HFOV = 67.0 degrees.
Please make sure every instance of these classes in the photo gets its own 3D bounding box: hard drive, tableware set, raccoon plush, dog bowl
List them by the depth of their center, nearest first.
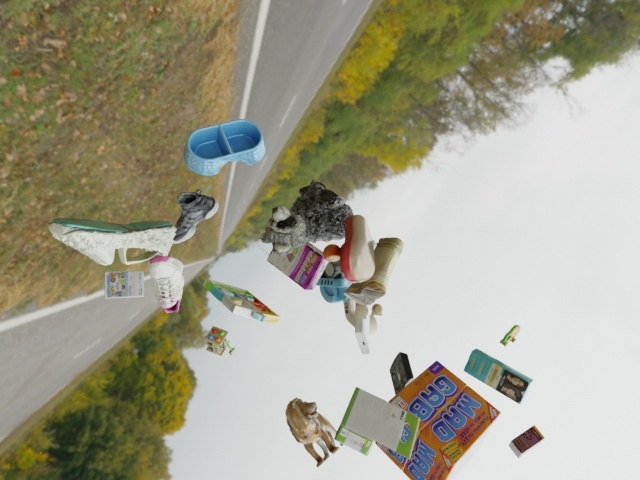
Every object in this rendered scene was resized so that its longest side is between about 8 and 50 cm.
[{"bbox_3d":[-0.334,-0.336,1.699,0.296,0.166,0.074,-18,162,-20],"label":"dog bowl"},{"bbox_3d":[0.000,0.000,1.767,0.299,0.446,0.216,-51,-160,-7],"label":"raccoon plush"},{"bbox_3d":[0.221,0.276,2.209,0.020,0.140,0.169,149,-57,-69],"label":"tableware set"},{"bbox_3d":[0.208,0.346,2.382,0.233,0.047,0.353,70,18,-50],"label":"hard drive"},{"bbox_3d":[0.424,0.702,2.526,0.255,0.054,0.172,99,-16,-53],"label":"hard drive"}]

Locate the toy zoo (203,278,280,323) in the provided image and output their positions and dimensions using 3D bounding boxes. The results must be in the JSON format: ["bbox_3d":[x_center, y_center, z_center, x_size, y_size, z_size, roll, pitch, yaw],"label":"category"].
[{"bbox_3d":[-0.266,0.218,1.675,0.293,0.192,0.030,27,-87,49],"label":"toy zoo"}]

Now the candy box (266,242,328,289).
[{"bbox_3d":[-0.092,0.076,1.987,0.071,0.233,0.159,8,114,-61],"label":"candy box"}]

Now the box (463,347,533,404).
[{"bbox_3d":[0.706,0.538,1.927,0.060,0.244,0.101,0,113,-53],"label":"box"}]

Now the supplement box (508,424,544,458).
[{"bbox_3d":[0.578,0.565,1.355,0.083,0.043,0.055,-27,143,-12],"label":"supplement box"}]

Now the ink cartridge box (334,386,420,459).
[{"bbox_3d":[0.202,0.665,1.709,0.189,0.255,0.097,-52,163,-54],"label":"ink cartridge box"}]

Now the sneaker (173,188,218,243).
[{"bbox_3d":[-0.566,-0.109,2.018,0.268,0.101,0.153,-41,144,3],"label":"sneaker"}]

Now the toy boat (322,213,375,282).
[{"bbox_3d":[0.080,0.032,1.473,0.151,0.151,0.231,-14,-147,13],"label":"toy boat"}]

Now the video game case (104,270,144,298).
[{"bbox_3d":[-0.647,0.145,1.595,0.011,0.121,0.087,-8,-98,56],"label":"video game case"}]

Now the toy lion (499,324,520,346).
[{"bbox_3d":[0.863,0.425,2.184,0.100,0.034,0.096,-12,125,-33],"label":"toy lion"}]

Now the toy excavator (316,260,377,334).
[{"bbox_3d":[0.148,0.324,2.847,0.222,0.446,0.432,-8,-175,-41],"label":"toy excavator"}]

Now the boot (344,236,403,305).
[{"bbox_3d":[0.181,0.103,1.636,0.204,0.095,0.262,-64,-174,-23],"label":"boot"}]

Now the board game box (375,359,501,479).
[{"bbox_3d":[0.518,0.850,2.186,0.356,0.356,0.357,-27,140,-35],"label":"board game box"}]

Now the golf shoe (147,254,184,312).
[{"bbox_3d":[-0.533,0.155,1.695,0.306,0.115,0.140,100,-18,-62],"label":"golf shoe"}]

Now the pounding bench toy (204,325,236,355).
[{"bbox_3d":[-0.288,0.296,1.412,0.065,0.083,0.052,97,15,-44],"label":"pounding bench toy"}]

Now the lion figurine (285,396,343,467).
[{"bbox_3d":[-0.025,0.734,1.886,0.142,0.240,0.392,-37,160,-10],"label":"lion figurine"}]

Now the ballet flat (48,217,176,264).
[{"bbox_3d":[-0.585,0.008,1.415,0.147,0.147,0.408,-47,159,22],"label":"ballet flat"}]
